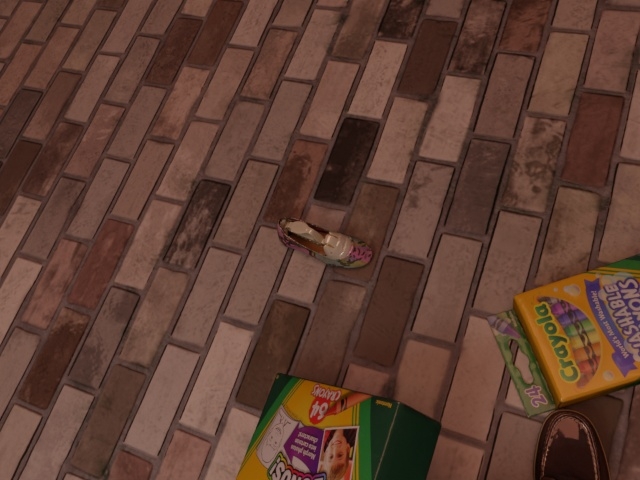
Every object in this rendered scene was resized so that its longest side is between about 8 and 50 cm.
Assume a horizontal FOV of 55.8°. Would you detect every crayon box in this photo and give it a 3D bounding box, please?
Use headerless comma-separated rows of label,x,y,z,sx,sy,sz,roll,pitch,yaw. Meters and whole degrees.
crayon box,-0.006,0.398,0.976,0.363,0.106,0.313,-8,55,57
crayon box,0.485,0.163,1.068,0.323,0.083,0.203,-20,63,7

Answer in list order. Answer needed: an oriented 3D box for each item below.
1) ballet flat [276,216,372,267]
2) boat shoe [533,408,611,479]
ballet flat,0.000,0.000,1.278,0.221,0.079,0.077,19,72,22
boat shoe,0.396,0.435,0.946,0.123,0.123,0.342,5,68,18
